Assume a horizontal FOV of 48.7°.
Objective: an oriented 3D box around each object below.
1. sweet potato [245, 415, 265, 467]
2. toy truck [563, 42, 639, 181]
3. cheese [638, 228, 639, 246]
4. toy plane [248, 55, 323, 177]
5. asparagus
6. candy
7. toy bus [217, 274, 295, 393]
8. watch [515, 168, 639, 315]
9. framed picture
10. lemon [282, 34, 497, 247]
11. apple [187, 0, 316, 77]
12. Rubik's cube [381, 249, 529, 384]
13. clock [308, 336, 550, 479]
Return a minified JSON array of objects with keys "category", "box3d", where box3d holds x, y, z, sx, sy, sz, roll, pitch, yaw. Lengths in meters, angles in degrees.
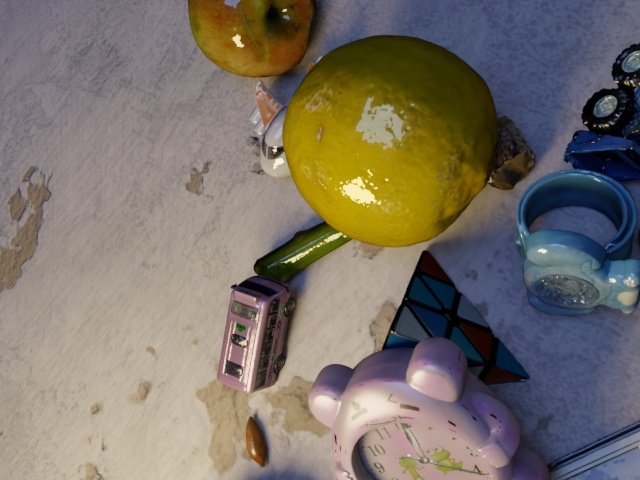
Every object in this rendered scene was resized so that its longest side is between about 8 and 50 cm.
[{"category":"sweet potato","box3d":[-0.122,0.371,1.300,0.034,0.034,0.095,-27,67,19]},{"category":"toy truck","box3d":[0.472,-0.174,1.052,0.208,0.113,0.126,-58,37,10]},{"category":"cheese","box3d":[0.565,-0.010,0.991,0.218,0.117,0.235,-16,70,25]},{"category":"toy plane","box3d":[-0.036,-0.228,1.330,0.245,0.117,0.244,-5,78,24]},{"category":"asparagus","box3d":[0.001,0.000,1.301,0.278,0.060,0.067,-29,49,19]},{"category":"candy","box3d":[0.300,-0.144,1.167,0.095,0.085,0.110,-44,54,24]},{"category":"toy bus","box3d":[-0.121,0.169,1.282,0.096,0.108,0.198,17,103,27]},{"category":"watch","box3d":[0.389,-0.004,1.057,0.211,0.211,0.193,3,59,27]},{"category":"framed picture","box3d":[0.445,0.389,1.030,0.195,0.010,0.199,-33,68,17]},{"category":"lemon","box3d":[0.104,-0.157,1.103,0.348,0.348,0.347,-5,78,25]},{"category":"apple","box3d":[-0.138,-0.446,1.388,0.226,0.246,0.246,23,91,47]},{"category":"Rubik's cube","box3d":[0.152,0.118,1.103,0.284,0.234,0.249,-7,76,26]},{"category":"clock","box3d":[0.151,0.303,1.040,0.296,0.113,0.322,-21,110,31]}]
